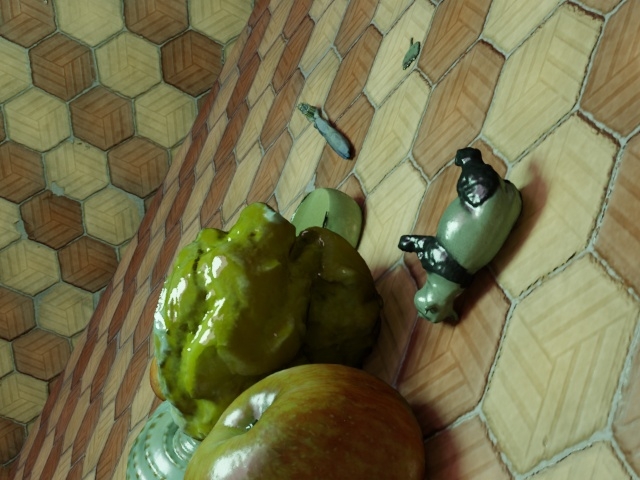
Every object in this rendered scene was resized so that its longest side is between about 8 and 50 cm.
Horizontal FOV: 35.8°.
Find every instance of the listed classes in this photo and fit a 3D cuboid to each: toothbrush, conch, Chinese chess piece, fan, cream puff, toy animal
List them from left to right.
[{"bbox_3d":[-0.214,0.369,1.668,0.319,0.215,0.303,-44,18,45],"label":"conch"},{"bbox_3d":[-0.057,0.124,1.429,0.378,0.276,0.378,12,-90,-73],"label":"cream puff"},{"bbox_3d":[0.000,0.000,1.745,0.188,0.083,0.188,-49,28,37],"label":"Chinese chess piece"},{"bbox_3d":[0.011,-0.231,2.067,0.035,0.042,0.413,-61,21,12],"label":"toothbrush"},{"bbox_3d":[0.168,-0.354,1.843,0.056,0.004,0.083,-47,25,42],"label":"fan"},{"bbox_3d":[0.176,0.004,1.259,0.225,0.094,0.121,-58,29,16],"label":"toy animal"}]

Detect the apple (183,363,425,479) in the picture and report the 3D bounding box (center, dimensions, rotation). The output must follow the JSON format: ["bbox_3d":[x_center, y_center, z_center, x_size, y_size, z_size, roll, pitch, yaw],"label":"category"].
[{"bbox_3d":[-0.028,0.287,1.195,0.277,0.250,0.309,-40,29,53],"label":"apple"}]

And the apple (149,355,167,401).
[{"bbox_3d":[-0.286,0.272,2.064,0.146,0.147,0.146,-53,22,33],"label":"apple"}]
